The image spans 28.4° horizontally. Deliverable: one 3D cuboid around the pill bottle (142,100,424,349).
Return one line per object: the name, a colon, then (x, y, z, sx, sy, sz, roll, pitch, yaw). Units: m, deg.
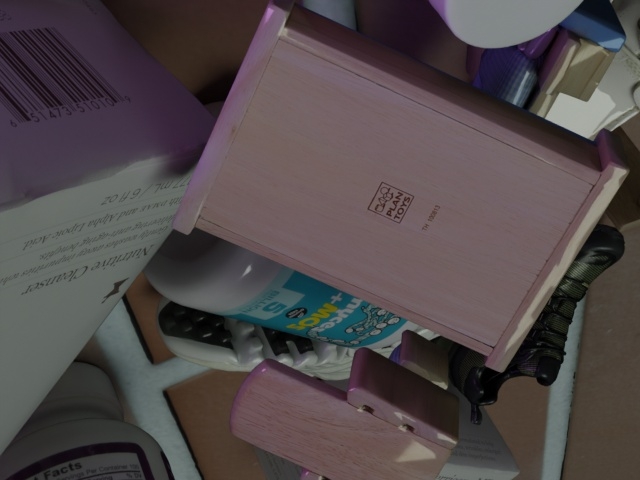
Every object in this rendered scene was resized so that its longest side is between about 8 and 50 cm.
pill bottle: (0.000, 0.000, 0.943, 0.146, 0.146, 0.264, -44, 143, 23)

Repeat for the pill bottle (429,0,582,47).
pill bottle: (0.060, -0.201, 0.661, 0.118, 0.208, 0.117, -18, 145, -13)

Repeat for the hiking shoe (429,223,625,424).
hiking shoe: (0.217, 0.082, 1.226, 0.227, 0.114, 0.086, -43, 144, 22)

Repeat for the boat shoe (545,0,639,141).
boat shoe: (0.238, -0.152, 0.900, 0.277, 0.096, 0.098, -46, 116, 6)

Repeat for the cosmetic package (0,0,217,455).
cosmetic package: (-0.253, 0.041, 0.760, 0.385, 0.156, 0.217, -52, 164, 31)

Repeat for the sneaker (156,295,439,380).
sneaker: (-0.010, 0.078, 1.086, 0.292, 0.110, 0.118, -1, 147, -33)

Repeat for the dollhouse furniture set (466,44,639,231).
dollhouse furniture set: (0.200, -0.091, 0.978, 0.144, 0.123, 0.151, -18, 145, -13)

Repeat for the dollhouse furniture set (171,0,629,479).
dollhouse furniture set: (0.034, -0.049, 0.802, 0.198, 0.303, 0.286, 25, 117, -5)

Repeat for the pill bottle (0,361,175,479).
pill bottle: (-0.184, 0.251, 1.010, 0.169, 0.301, 0.169, -18, 144, -13)

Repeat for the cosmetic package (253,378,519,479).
cosmetic package: (0.064, 0.218, 1.269, 0.151, 0.151, 0.183, 16, 127, -47)
